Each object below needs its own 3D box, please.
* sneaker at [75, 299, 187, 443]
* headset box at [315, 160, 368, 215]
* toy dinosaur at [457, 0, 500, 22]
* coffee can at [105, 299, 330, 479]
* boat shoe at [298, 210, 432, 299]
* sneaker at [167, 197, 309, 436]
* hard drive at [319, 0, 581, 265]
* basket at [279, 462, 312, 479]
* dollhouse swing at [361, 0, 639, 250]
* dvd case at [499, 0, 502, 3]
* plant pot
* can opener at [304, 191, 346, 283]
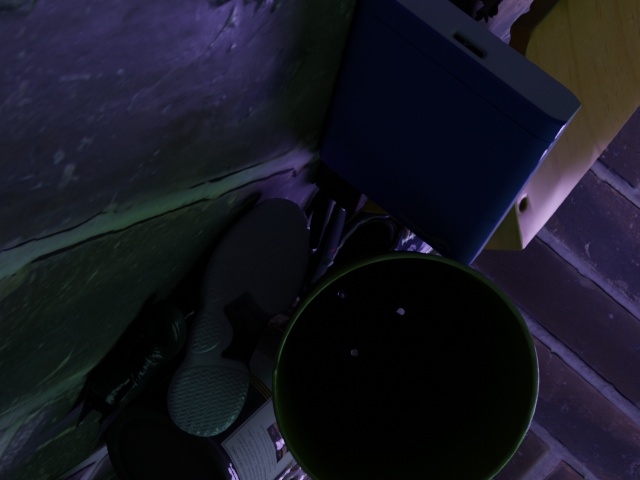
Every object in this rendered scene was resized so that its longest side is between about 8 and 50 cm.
[{"bbox_3d":[-0.197,0.135,1.089,0.089,0.051,0.170,-43,171,-44],"label":"sneaker"},{"bbox_3d":[0.032,-0.075,1.249,0.032,0.062,0.083,-45,170,-23],"label":"headset box"},{"bbox_3d":[0.191,-0.285,1.159,0.092,0.053,0.183,-46,180,-14],"label":"toy dinosaur"},{"bbox_3d":[-0.108,0.223,1.362,0.275,0.201,0.201,-39,166,-46],"label":"coffee can"},{"bbox_3d":[0.117,-0.016,1.626,0.340,0.127,0.158,-44,176,-24],"label":"boat shoe"},{"bbox_3d":[-0.100,0.075,1.174,0.268,0.101,0.153,-67,-168,-1],"label":"sneaker"},{"bbox_3d":[0.107,-0.105,1.032,0.040,0.210,0.318,-47,170,-22],"label":"hard drive"},{"bbox_3d":[-0.093,0.393,1.715,0.328,0.266,0.331,-39,178,-44],"label":"basket"},{"bbox_3d":[0.188,-0.201,1.244,0.347,0.305,0.315,-47,139,-27],"label":"dollhouse swing"},{"bbox_3d":[0.257,-0.377,1.200,0.180,0.022,0.253,-48,170,-3],"label":"dvd case"},{"bbox_3d":[0.075,0.125,1.216,0.275,0.275,0.293,-50,-171,3],"label":"plant pot"},{"bbox_3d":[0.000,0.000,1.400,0.073,0.059,0.186,-40,167,-38],"label":"can opener"}]
